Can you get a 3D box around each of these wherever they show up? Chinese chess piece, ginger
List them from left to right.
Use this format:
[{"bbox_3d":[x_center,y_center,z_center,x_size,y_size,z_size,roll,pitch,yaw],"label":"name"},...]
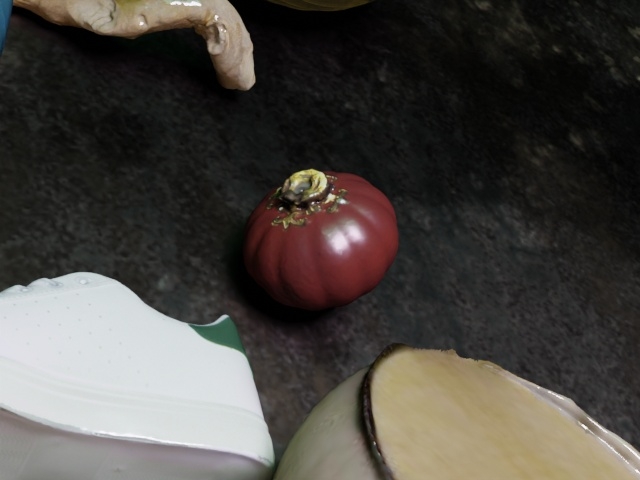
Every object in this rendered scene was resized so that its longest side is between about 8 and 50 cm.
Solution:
[{"bbox_3d":[-0.174,-0.181,0.820,0.288,0.075,0.089,19,39,-9],"label":"ginger"},{"bbox_3d":[0.095,0.167,0.582,0.257,0.104,0.257,28,23,-13],"label":"Chinese chess piece"}]

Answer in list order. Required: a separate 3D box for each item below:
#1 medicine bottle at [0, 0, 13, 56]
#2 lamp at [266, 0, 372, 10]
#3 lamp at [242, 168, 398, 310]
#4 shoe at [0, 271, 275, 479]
[{"bbox_3d":[-0.229,-0.065,0.659,0.079,0.124,0.258,13,58,-18],"label":"medicine bottle"},{"bbox_3d":[-0.012,-0.304,0.920,0.250,0.250,0.284,-4,15,-33],"label":"lamp"},{"bbox_3d":[0.000,0.000,0.740,0.101,0.090,0.101,-12,34,9],"label":"lamp"},{"bbox_3d":[-0.148,0.065,0.594,0.265,0.095,0.110,19,44,-27],"label":"shoe"}]
